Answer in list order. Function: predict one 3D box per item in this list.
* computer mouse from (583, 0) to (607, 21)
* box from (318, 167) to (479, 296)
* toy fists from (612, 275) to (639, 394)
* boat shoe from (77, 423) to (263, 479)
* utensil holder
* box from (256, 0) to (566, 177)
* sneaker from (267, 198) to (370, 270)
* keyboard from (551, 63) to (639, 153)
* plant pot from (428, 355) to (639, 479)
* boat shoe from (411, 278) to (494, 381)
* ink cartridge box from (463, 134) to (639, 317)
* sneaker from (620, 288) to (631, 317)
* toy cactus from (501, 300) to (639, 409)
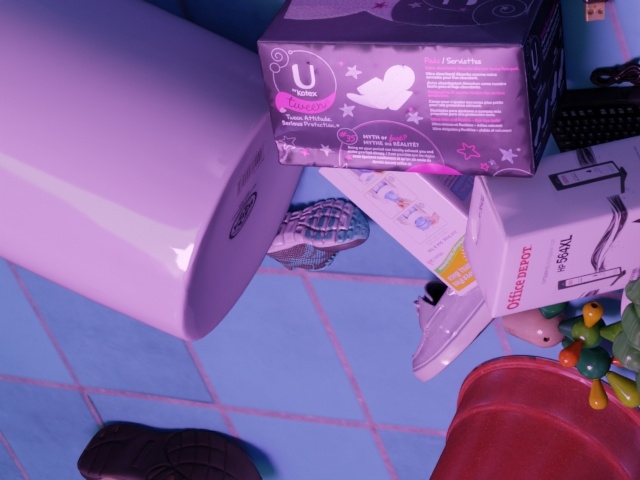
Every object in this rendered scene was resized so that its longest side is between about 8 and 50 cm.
[{"bbox_3d":[0.312,-0.171,1.540,0.184,0.060,0.262,9,127,32],"label":"computer mouse"},{"bbox_3d":[0.120,-0.059,1.778,0.203,0.114,0.103,42,142,-7],"label":"box"},{"bbox_3d":[0.348,0.053,1.586,0.096,0.142,0.279,2,144,-14],"label":"toy fists"},{"bbox_3d":[-0.196,0.338,2.440,0.324,0.122,0.120,9,139,43],"label":"boat shoe"},{"bbox_3d":[-0.240,-0.106,1.848,0.385,0.327,0.327,26,141,11],"label":"utensil holder"},{"bbox_3d":[0.090,-0.164,1.618,0.247,0.163,0.142,4,127,18],"label":"box"},{"bbox_3d":[0.000,0.000,1.990,0.166,0.065,0.076,-4,143,44],"label":"sneaker"},{"bbox_3d":[0.293,-0.121,1.658,0.180,0.023,0.108,-1,128,37],"label":"keyboard"},{"bbox_3d":[0.221,0.318,1.962,0.272,0.265,0.272,21,139,19],"label":"plant pot"},{"bbox_3d":[0.150,0.072,1.931,0.081,0.079,0.227,43,138,7],"label":"boat shoe"},{"bbox_3d":[0.247,-0.015,1.643,0.148,0.203,0.086,90,164,-58],"label":"ink cartridge box"},{"bbox_3d":[0.427,0.148,1.751,0.152,0.114,0.305,-19,116,48],"label":"sneaker"},{"bbox_3d":[0.264,0.104,1.852,0.219,0.112,0.180,42,159,-33],"label":"toy cactus"}]
